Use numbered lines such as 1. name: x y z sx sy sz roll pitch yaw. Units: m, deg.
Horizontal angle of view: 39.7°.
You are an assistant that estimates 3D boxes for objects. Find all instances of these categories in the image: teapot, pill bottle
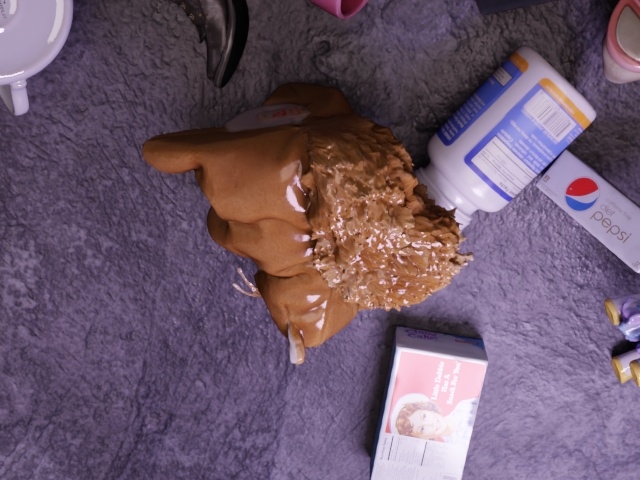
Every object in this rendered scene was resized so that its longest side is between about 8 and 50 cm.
1. teapot: -0.483 -0.341 1.262 0.252 0.187 0.256 26 91 -33
2. pill bottle: 0.255 -0.139 1.302 0.152 0.152 0.272 41 106 -10

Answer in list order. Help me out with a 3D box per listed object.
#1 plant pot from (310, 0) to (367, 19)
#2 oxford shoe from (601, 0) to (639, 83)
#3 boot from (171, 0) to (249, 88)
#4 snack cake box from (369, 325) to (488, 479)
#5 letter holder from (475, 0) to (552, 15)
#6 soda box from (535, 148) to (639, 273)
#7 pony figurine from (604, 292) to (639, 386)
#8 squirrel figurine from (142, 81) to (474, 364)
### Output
1. plant pot: 0.003 -0.432 1.207 0.180 0.201 0.201 33 108 9
2. oxford shoe: 0.527 -0.381 1.231 0.397 0.146 0.140 -44 82 -2
3. boot: -0.223 -0.364 1.296 0.229 0.091 0.263 7 105 6
4. snack cake box: 0.176 0.288 1.480 0.152 0.089 0.264 10 108 1
5. letter holder: 0.346 -0.451 1.167 0.302 0.214 0.152 -5 141 30
6. soda box: 0.423 -0.040 1.301 0.069 0.216 0.074 19 114 -50
7. pony figurine: 0.623 0.096 1.327 0.363 0.303 0.351 -21 138 6
8. squirrel figurine: 0.000 0.000 1.253 0.397 0.281 0.370 12 123 41
